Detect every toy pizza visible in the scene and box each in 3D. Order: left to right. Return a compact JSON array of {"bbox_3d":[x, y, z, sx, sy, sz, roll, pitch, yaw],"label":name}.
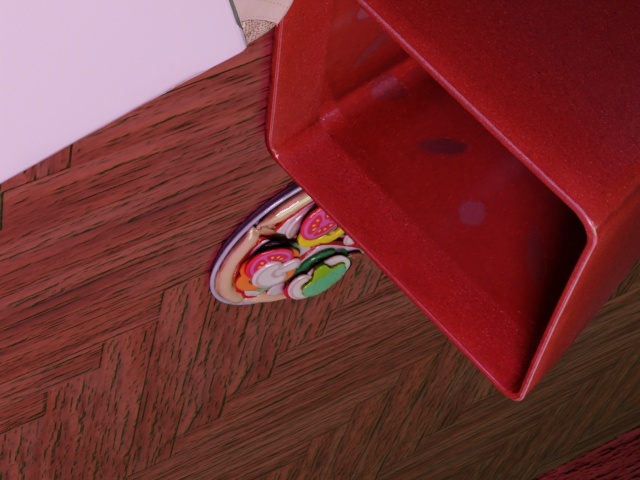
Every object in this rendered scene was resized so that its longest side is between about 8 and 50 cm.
[{"bbox_3d":[0.000,0.000,1.484,0.201,0.032,0.201,-27,158,-12],"label":"toy pizza"}]

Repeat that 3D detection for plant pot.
[{"bbox_3d":[0.142,-0.102,1.184,0.236,0.267,0.267,-38,162,-21],"label":"plant pot"}]

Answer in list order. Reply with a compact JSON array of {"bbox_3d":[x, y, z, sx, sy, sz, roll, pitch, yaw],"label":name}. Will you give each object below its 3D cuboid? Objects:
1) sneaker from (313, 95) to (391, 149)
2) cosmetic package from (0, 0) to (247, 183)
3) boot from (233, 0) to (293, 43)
[{"bbox_3d":[0.050,-0.087,1.340,0.135,0.052,0.058,-25,154,-18],"label":"sneaker"},{"bbox_3d":[-0.184,-0.132,0.682,0.225,0.224,0.138,-30,159,-6],"label":"cosmetic package"},{"bbox_3d":[-0.075,-0.175,0.914,0.203,0.095,0.262,-4,147,-50],"label":"boot"}]
